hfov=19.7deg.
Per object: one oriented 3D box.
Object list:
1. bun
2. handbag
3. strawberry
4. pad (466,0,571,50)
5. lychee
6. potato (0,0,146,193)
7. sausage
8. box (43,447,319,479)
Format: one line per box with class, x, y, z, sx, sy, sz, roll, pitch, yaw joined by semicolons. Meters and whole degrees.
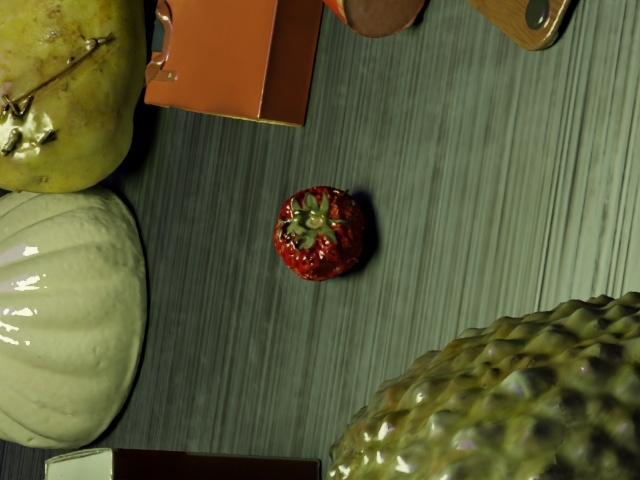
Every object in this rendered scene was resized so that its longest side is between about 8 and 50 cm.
bun;-0.291;0.064;1.706;0.263;0.175;0.263;-13;74;54
handbag;-0.074;-0.165;1.522;0.190;0.062;0.127;11;94;54
strawberry;0.000;0.000;1.375;0.083;0.073;0.073;80;177;-61
pad;0.136;-0.309;1.262;0.286;0.018;0.284;49;124;48
lychee;0.129;0.144;0.959;0.274;0.255;0.255;-55;41;23
potato;-0.243;-0.189;1.695;0.173;0.140;0.300;-8;65;10
sausage;-0.007;-0.242;1.416;0.274;0.074;0.074;50;125;50
box;-0.104;0.180;1.384;0.115;0.177;0.036;-18;69;56
